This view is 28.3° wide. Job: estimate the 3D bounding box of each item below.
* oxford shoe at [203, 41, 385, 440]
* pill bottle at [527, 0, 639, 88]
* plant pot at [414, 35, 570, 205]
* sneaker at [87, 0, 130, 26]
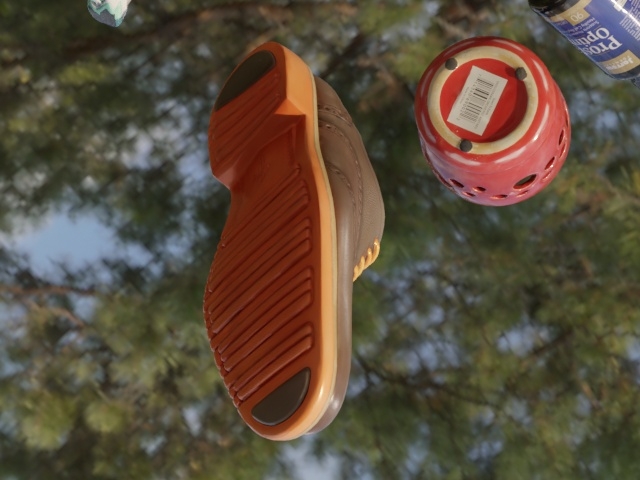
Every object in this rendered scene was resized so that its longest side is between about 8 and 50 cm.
[{"bbox_3d":[0.000,0.000,0.944,0.130,0.132,0.364,-37,-142,32],"label":"oxford shoe"},{"bbox_3d":[0.376,-0.281,1.608,0.123,0.219,0.123,-39,-149,30],"label":"pill bottle"},{"bbox_3d":[0.212,-0.149,1.565,0.191,0.174,0.191,-2,-99,11],"label":"plant pot"},{"bbox_3d":[-0.170,-0.227,1.033,0.038,0.098,0.069,23,-109,8],"label":"sneaker"}]
